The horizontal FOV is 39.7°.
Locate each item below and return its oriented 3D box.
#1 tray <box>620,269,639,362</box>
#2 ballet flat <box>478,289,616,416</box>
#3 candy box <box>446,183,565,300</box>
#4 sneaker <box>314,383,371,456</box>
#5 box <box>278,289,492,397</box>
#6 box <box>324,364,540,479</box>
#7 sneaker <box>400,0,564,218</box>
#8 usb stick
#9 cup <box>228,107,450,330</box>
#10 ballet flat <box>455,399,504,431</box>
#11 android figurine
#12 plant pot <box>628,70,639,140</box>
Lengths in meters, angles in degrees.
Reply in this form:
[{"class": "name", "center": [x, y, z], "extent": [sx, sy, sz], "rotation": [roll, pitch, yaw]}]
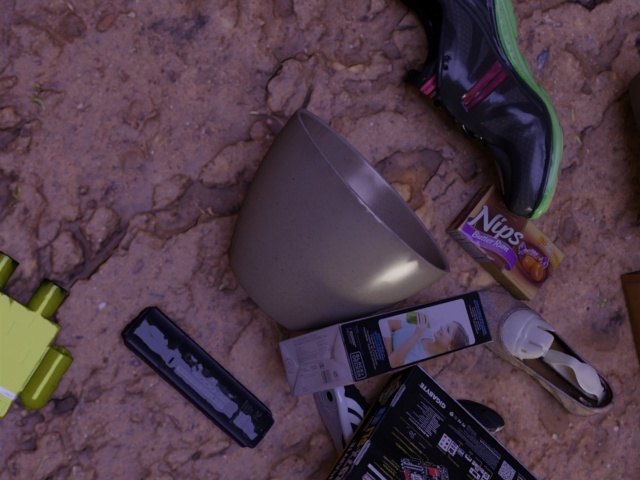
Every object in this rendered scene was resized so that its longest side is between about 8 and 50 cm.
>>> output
[{"class": "tray", "center": [0.653, 0.251, 1.551], "extent": [0.076, 0.203, 0.411], "rotation": [-13, 89, -16]}, {"class": "ballet flat", "center": [0.390, 0.191, 1.529], "extent": [0.316, 0.106, 0.108], "rotation": [37, 77, -10]}, {"class": "candy box", "center": [0.324, 0.004, 1.552], "extent": [0.186, 0.053, 0.109], "rotation": [44, 76, -10]}, {"class": "sneaker", "center": [0.071, 0.283, 1.453], "extent": [0.121, 0.079, 0.217], "rotation": [-16, 86, -31]}, {"class": "box", "center": [0.102, 0.157, 1.368], "extent": [0.289, 0.169, 0.087], "rotation": [-9, 81, -36]}, {"class": "box", "center": [0.185, 0.392, 1.373], "extent": [0.322, 0.079, 0.257], "rotation": [43, 54, -6]}, {"class": "sneaker", "center": [0.259, -0.253, 1.504], "extent": [0.202, 0.185, 0.483], "rotation": [-19, 81, -9]}, {"class": "usb stick", "center": [-0.190, 0.215, 1.389], "extent": [0.278, 0.045, 0.077], "rotation": [44, 69, -9]}, {"class": "cup", "center": [0.000, 0.000, 1.349], "extent": [0.237, 0.331, 0.331], "rotation": [-43, 99, 14]}, {"class": "ballet flat", "center": [0.232, 0.303, 1.512], "extent": [0.173, 0.057, 0.049], "rotation": [10, 122, -14]}, {"class": "android figurine", "center": [-0.498, 0.158, 1.299], "extent": [0.248, 0.056, 0.273], "rotation": [35, 76, -11]}, {"class": "plant pot", "center": [0.696, -0.201, 1.571], "extent": [0.323, 0.323, 0.281], "rotation": [-21, 75, -17]}]
